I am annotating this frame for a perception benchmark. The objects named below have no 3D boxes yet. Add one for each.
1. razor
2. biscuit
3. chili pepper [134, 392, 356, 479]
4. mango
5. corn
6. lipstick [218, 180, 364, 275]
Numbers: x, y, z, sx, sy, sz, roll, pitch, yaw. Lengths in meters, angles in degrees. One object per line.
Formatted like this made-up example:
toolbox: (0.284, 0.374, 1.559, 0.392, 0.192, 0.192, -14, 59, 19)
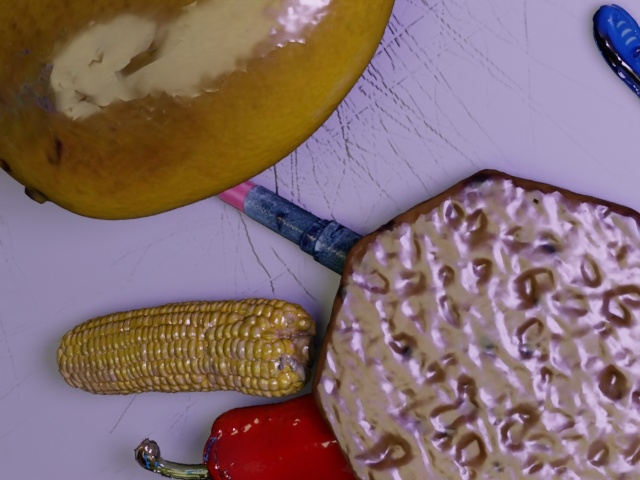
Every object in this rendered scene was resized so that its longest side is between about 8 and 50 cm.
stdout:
razor: (0.330, -0.065, 1.543, 0.324, 0.093, 0.056, 53, 153, 8)
biscuit: (0.169, 0.113, 1.608, 0.359, 0.046, 0.359, 0, 91, 9)
chili pepper: (0.004, 0.196, 1.727, 0.387, 0.110, 0.110, -13, 97, 23)
mango: (-0.124, -0.193, 1.630, 0.445, 0.220, 0.301, -28, 85, 18)
corn: (-0.134, 0.111, 1.772, 0.291, 0.101, 0.101, -6, 100, 29)
lipstick: (0.000, 0.000, 1.706, 0.234, 0.053, 0.053, 29, 113, 17)
